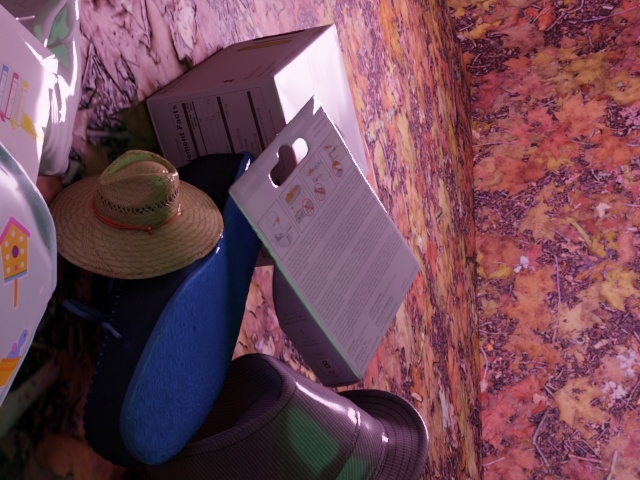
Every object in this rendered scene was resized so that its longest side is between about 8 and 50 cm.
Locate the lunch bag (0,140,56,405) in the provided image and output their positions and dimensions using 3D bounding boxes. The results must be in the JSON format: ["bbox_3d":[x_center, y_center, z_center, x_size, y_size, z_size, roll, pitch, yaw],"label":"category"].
[{"bbox_3d":[-0.244,0.024,0.382,0.223,0.160,0.262,-80,148,-45],"label":"lunch bag"}]

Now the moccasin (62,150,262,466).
[{"bbox_3d":[-0.135,0.053,0.757,0.342,0.116,0.138,-71,155,-51],"label":"moccasin"}]

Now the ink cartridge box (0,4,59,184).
[{"bbox_3d":[-0.237,-0.089,0.545,0.090,0.092,0.143,49,36,-57],"label":"ink cartridge box"}]

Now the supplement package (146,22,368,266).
[{"bbox_3d":[-0.057,-0.115,0.994,0.262,0.145,0.204,-61,140,-61],"label":"supplement package"}]

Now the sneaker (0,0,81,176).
[{"bbox_3d":[-0.219,-0.153,0.677,0.094,0.080,0.212,52,40,-76],"label":"sneaker"}]

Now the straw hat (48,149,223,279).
[{"bbox_3d":[-0.147,-0.038,0.690,0.144,0.144,0.061,-75,179,-50],"label":"straw hat"}]

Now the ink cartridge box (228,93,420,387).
[{"bbox_3d":[0.000,0.000,0.865,0.232,0.066,0.189,53,43,-18],"label":"ink cartridge box"}]

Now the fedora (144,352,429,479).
[{"bbox_3d":[-0.054,0.183,0.749,0.124,0.275,0.244,53,56,-16],"label":"fedora"}]
